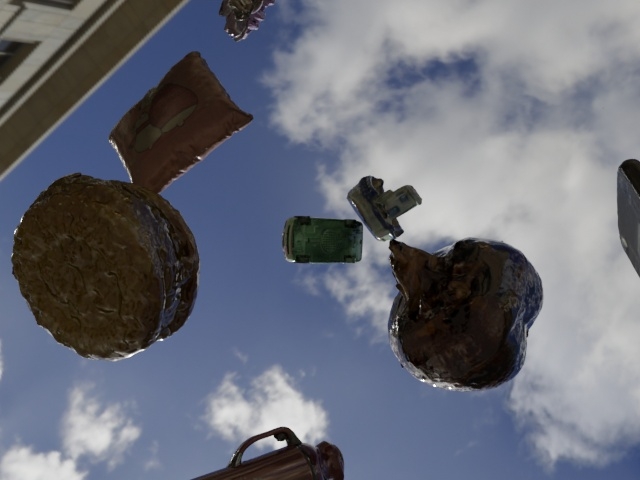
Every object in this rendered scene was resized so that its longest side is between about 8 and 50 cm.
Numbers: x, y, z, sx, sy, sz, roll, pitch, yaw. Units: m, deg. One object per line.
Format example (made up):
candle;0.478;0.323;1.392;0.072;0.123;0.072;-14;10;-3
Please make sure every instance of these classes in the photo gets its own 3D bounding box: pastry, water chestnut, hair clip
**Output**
pastry;-0.278;0.035;0.875;0.235;0.132;0.240;-1;-75;16
water chestnut;0.264;0.120;1.391;0.335;0.335;0.347;-33;-72;24
hair clip;-0.117;-0.349;0.967;0.106;0.084;0.292;-52;-146;15

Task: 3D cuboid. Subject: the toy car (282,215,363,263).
toy car;0.000;0.000;1.383;0.076;0.224;0.090;2;-90;42

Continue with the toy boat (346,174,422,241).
toy boat;0.127;-0.075;1.389;0.115;0.262;0.114;-35;-69;2

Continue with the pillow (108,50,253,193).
pillow;-0.241;-0.186;1.156;0.236;0.084;0.223;-40;-130;7

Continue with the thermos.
thermos;-0.102;0.438;1.301;0.136;0.330;0.109;54;-43;34

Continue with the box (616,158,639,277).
box;0.296;0.004;0.626;0.027;0.125;0.126;-20;-44;9
